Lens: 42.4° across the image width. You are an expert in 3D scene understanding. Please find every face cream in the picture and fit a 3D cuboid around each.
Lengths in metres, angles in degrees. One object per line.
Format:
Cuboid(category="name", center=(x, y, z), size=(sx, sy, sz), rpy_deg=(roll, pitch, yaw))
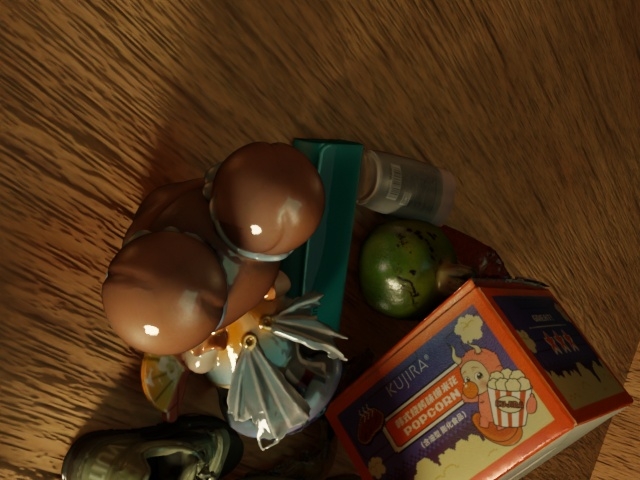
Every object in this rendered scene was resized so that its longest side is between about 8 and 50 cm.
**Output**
Cuboid(category="face cream", center=(0.141, -0.086, 1.385), size=(0.269, 0.073, 0.107), rpy_deg=(8, 96, -54))

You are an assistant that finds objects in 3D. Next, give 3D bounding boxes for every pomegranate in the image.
Cuboid(category="pomegranate", center=(0.163, 0.049, 1.348), size=(0.180, 0.209, 0.180), rpy_deg=(-11, 104, -53))

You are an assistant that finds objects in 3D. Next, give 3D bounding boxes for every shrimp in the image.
Cuboid(category="shrimp", center=(-0.035, 0.339, 1.330), size=(0.219, 0.046, 0.152), rpy_deg=(1, 102, -51))

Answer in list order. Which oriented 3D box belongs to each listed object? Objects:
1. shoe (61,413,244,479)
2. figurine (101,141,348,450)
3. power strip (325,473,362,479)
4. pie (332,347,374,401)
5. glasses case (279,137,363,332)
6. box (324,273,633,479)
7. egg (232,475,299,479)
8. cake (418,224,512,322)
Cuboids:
Cuboid(category="shoe", center=(-0.172, 0.298, 1.054), size=(0.293, 0.149, 0.109), rpy_deg=(10, 93, -53))
Cuboid(category="figurine", center=(-0.104, 0.080, 0.989), size=(0.276, 0.248, 0.388), rpy_deg=(-46, 133, -23))
Cuboid(category="power strip", center=(0.007, 0.444, 1.411), size=(0.305, 0.064, 0.044), rpy_deg=(9, 98, -54))
Cuboid(category="pie", center=(0.049, 0.266, 1.429), size=(0.092, 0.034, 0.170), rpy_deg=(-3, 112, -50))
Cuboid(category="glasses case", center=(-0.001, 0.000, 1.239), size=(0.117, 0.070, 0.301), rpy_deg=(-8, 110, -51))
Cuboid(category="box", center=(0.255, 0.263, 1.335), size=(0.348, 0.257, 0.318), rpy_deg=(-44, 153, 25))
Cuboid(category="egg", center=(-0.056, 0.467, 1.153), size=(0.352, 0.258, 0.258), rpy_deg=(42, 68, -36))
Cuboid(category="cake", center=(0.265, 0.108, 1.565), size=(0.177, 0.151, 0.283), rpy_deg=(-49, 139, -10))
